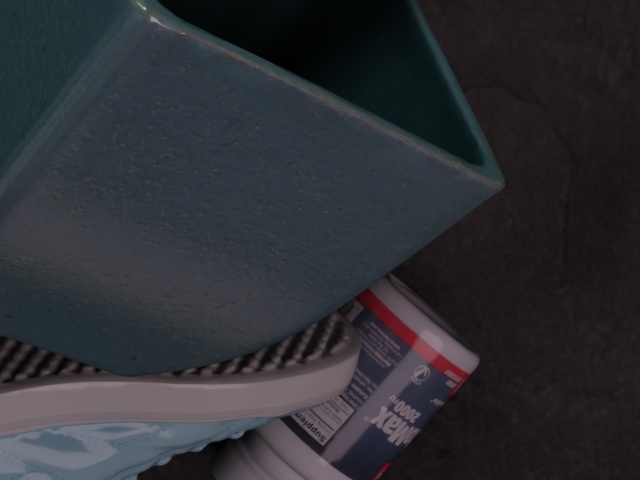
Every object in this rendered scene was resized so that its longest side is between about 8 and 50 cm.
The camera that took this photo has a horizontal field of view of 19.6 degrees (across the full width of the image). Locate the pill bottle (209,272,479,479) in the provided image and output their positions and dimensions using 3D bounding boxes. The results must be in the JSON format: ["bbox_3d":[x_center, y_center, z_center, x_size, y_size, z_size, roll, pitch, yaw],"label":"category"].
[{"bbox_3d":[0.013,0.113,1.270,0.180,0.108,0.108,-49,130,5],"label":"pill bottle"}]

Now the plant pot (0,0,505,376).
[{"bbox_3d":[-0.099,-0.068,1.020,0.247,0.248,0.252,22,123,-37],"label":"plant pot"}]

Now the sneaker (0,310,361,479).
[{"bbox_3d":[-0.156,0.112,1.171,0.366,0.135,0.150,-5,128,-18],"label":"sneaker"}]
